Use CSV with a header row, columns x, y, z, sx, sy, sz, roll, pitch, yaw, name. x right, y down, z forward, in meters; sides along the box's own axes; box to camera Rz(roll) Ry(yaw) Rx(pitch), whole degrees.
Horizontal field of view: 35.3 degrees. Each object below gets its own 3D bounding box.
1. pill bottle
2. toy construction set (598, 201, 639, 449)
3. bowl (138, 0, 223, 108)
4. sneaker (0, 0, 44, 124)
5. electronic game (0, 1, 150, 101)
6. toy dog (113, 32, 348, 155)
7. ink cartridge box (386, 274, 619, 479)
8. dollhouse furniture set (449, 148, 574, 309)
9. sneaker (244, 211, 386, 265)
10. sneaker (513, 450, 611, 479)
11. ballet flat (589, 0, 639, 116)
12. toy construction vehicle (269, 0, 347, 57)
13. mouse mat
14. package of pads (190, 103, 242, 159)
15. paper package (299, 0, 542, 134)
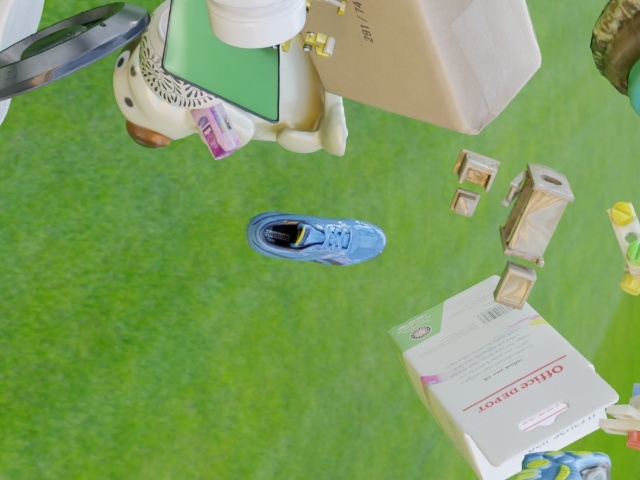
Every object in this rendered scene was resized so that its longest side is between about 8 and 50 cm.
x,y,z,sx,sy,sz,roll,pitch,yaw,name
-0.070,-0.297,0.956,0.209,0.119,0.119,86,22,-45,pill bottle
0.468,0.115,1.318,0.151,0.215,0.328,30,68,-68,toy construction set
-0.168,-0.266,1.324,0.080,0.170,0.170,67,31,-73,bowl
-0.560,-0.336,1.619,0.293,0.169,0.108,-64,170,15,sneaker
-0.304,-0.218,1.172,0.229,0.229,0.048,-55,129,-50,electronic game
-0.174,-0.301,1.854,0.395,0.407,0.285,-134,-137,-80,toy dog
0.264,0.213,1.451,0.119,0.207,0.353,67,-7,-31,ink cartridge box
0.239,-0.025,1.414,0.101,0.160,0.182,-78,-173,-66,dollhouse furniture set
0.000,0.000,1.395,0.082,0.209,0.069,-172,-93,-72,sneaker
0.187,0.207,0.782,0.188,0.067,0.078,1,85,-68,sneaker
0.325,-0.151,0.298,0.164,0.482,0.182,27,61,-60,ballet flat
-0.024,-0.271,1.237,0.035,0.098,0.086,117,-10,-73,toy construction vehicle
-0.114,-0.224,1.196,0.152,0.007,0.190,23,39,-23,mouse mat
-0.148,-0.159,1.418,0.032,0.050,0.083,-26,89,-32,package of pads
0.091,-0.332,1.296,0.168,0.309,0.325,-42,128,-20,paper package
